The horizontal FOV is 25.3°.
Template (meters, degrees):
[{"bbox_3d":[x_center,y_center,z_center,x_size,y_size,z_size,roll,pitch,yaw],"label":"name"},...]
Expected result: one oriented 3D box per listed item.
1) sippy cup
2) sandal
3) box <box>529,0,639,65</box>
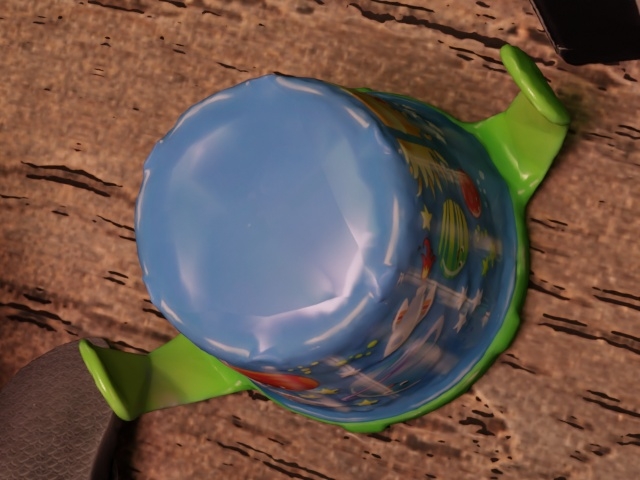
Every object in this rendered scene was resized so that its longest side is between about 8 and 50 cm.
[{"bbox_3d":[0.000,0.000,0.894,0.240,0.224,0.305,22,89,18],"label":"sippy cup"},{"bbox_3d":[-0.178,0.174,0.965,0.097,0.054,0.254,-11,45,8],"label":"sandal"},{"bbox_3d":[0.216,-0.334,0.832,0.212,0.293,0.395,-2,82,17],"label":"box"}]
